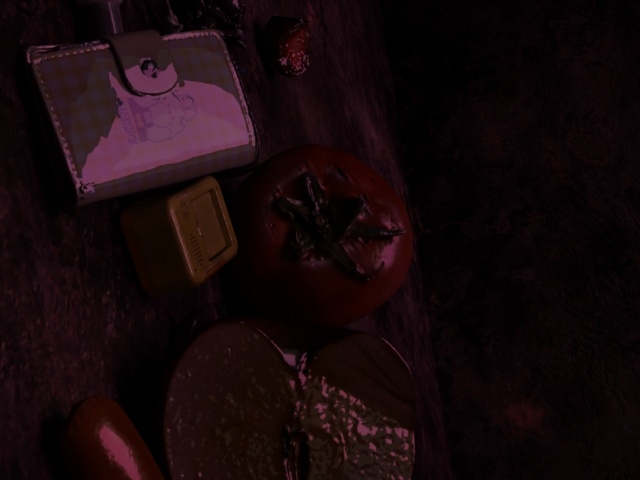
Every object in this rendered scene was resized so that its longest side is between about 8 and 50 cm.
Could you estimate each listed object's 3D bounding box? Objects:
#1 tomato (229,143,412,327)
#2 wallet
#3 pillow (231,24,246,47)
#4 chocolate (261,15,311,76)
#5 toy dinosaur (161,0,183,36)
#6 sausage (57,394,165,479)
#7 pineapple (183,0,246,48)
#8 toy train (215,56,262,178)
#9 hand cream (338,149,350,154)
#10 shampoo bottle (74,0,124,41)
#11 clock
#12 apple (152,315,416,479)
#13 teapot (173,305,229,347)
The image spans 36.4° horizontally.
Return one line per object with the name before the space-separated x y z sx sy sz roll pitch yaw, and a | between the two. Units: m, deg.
tomato | 0.000 0.000 1.753 0.273 0.342 0.341 80 1 -73
wallet | -0.233 -0.174 1.310 0.310 0.077 0.223 -18 94 -44
pillow | -0.195 -0.434 1.930 0.136 0.055 0.091 34 42 -70
chocolate | -0.076 -0.446 2.245 0.127 0.124 0.133 -156 -104 -70
toy dinosaur | -0.255 -0.358 1.676 0.058 0.037 0.180 -117 -159 -57
sausage | -0.226 0.288 1.113 0.098 0.098 0.238 -63 132 -67
pineapple | -0.195 -0.446 1.769 0.169 0.169 0.340 48 33 -60
toy train | -0.184 -0.204 1.583 0.300 0.131 0.201 1 78 -86
hand cream | -0.013 -0.104 2.033 0.193 0.193 0.125 25 51 -70
shampoo bottle | -0.317 -0.346 1.396 0.074 0.074 0.192 -7 84 -74
clock | -0.207 -0.009 1.446 0.202 0.096 0.143 -46 123 -71
apple | -0.047 0.281 1.311 0.295 0.329 0.364 13 72 -69
teapot | -0.165 0.174 1.464 0.146 0.148 0.116 48 -6 -38
